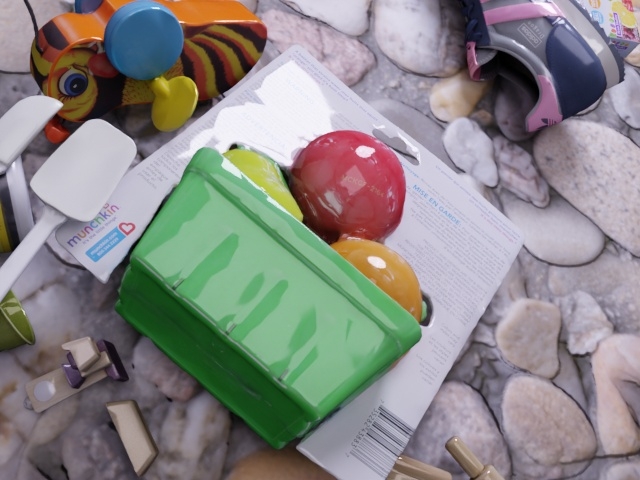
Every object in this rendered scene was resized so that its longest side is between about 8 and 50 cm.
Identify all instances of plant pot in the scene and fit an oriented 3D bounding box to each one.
[{"bbox_3d":[-0.287,0.067,0.567,0.079,0.083,0.083,-30,78,-13],"label":"plant pot"}]

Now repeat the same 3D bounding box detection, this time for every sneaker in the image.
[{"bbox_3d":[0.204,-0.269,0.843,0.131,0.112,0.319,-38,69,4],"label":"sneaker"}]

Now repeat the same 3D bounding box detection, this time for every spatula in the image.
[{"bbox_3d":[-0.269,-0.022,0.526,0.168,0.019,0.242,33,67,-8],"label":"spatula"}]

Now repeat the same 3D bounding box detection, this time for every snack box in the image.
[{"bbox_3d":[0.342,-0.299,0.928,0.141,0.037,0.100,5,65,-14],"label":"snack box"}]

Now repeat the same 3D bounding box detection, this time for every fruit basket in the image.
[{"bbox_3d":[0.000,0.000,0.659,0.327,0.165,0.353,40,47,2],"label":"fruit basket"}]

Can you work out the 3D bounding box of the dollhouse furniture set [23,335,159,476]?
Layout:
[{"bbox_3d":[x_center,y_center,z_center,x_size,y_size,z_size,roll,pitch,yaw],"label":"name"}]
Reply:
[{"bbox_3d":[-0.189,0.146,0.563,0.081,0.091,0.114,-26,80,-9],"label":"dollhouse furniture set"}]

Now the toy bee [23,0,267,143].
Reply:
[{"bbox_3d":[-0.205,-0.173,0.669,0.298,0.162,0.195,12,33,-25],"label":"toy bee"}]

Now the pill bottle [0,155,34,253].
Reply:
[{"bbox_3d":[-0.335,-0.028,0.573,0.184,0.103,0.103,-11,71,-21],"label":"pill bottle"}]

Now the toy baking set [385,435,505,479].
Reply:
[{"bbox_3d":[0.129,0.306,0.615,0.256,0.030,0.197,45,66,5],"label":"toy baking set"}]
